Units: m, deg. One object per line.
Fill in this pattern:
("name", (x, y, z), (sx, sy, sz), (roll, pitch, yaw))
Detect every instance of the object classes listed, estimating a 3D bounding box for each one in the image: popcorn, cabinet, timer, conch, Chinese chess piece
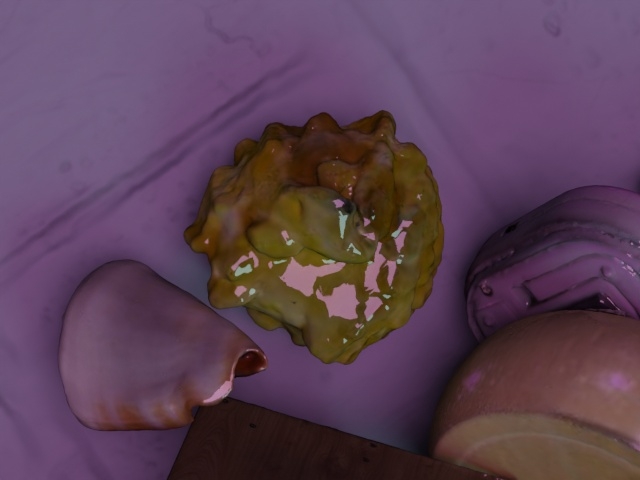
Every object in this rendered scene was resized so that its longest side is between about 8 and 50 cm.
("popcorn", (-0.004, -0.003, 1.198), (0.173, 0.142, 0.173), (-9, 121, -16))
("cabinet", (-0.003, 0.232, 1.139), (0.215, 0.148, 0.175), (16, 121, 4))
("timer", (0.204, 0.063, 1.214), (0.208, 0.191, 0.069), (45, 53, -9))
("conch", (-0.109, 0.076, 1.169), (0.104, 0.176, 0.094), (-38, 143, -41))
("Chinese chess piece", (0.191, 0.160, 1.187), (0.251, 0.251, 0.097), (44, 51, -11))
